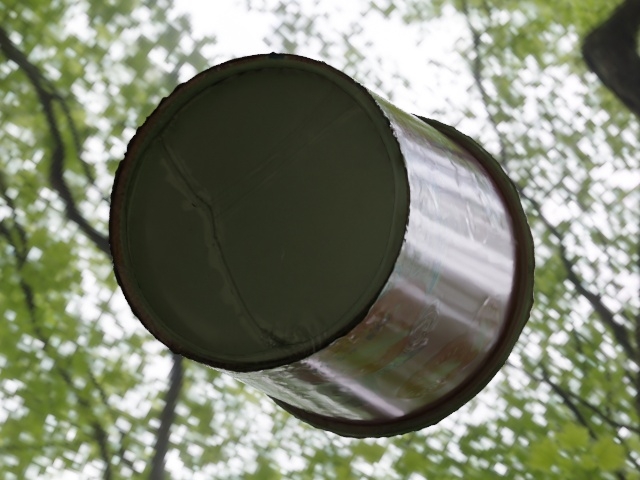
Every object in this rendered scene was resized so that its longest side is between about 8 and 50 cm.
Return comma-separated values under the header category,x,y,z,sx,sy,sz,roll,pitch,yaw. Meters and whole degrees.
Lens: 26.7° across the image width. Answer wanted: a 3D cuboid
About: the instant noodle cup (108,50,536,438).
category,x,y,z,sx,sy,sz,roll,pitch,yaw
instant noodle cup,0.000,0.000,0.882,0.243,0.231,0.243,-4,-103,20
